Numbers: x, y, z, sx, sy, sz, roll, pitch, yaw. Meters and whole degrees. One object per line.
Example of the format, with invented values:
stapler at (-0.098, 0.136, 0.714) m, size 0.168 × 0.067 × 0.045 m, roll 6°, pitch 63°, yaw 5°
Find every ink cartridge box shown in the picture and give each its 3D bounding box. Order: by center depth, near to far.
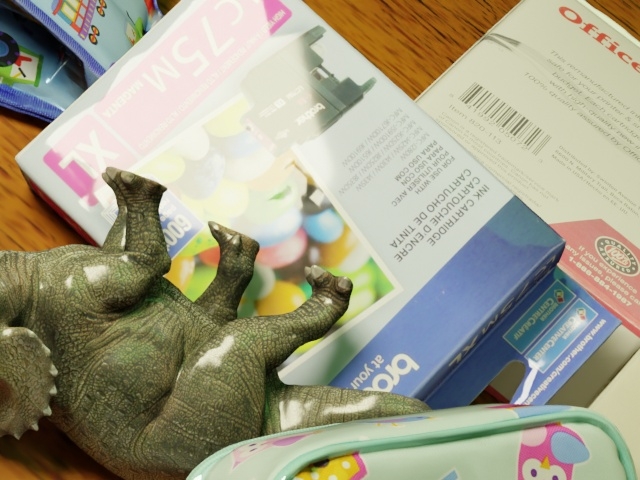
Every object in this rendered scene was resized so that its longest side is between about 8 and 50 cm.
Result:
ink cartridge box at (0.000, 0.000, 0.993) m, size 0.311 × 0.065 × 0.186 m, roll 44°, pitch 81°, yaw 10°
ink cartridge box at (0.156, -0.030, 1.170) m, size 0.207 × 0.117 × 0.283 m, roll 38°, pitch 39°, yaw 6°

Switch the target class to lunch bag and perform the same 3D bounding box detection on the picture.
lunch bag at (0.055, 0.213, 0.756) m, size 0.224 × 0.108 × 0.279 m, roll -6°, pitch 88°, yaw -35°
lunch bag at (-0.209, -0.200, 1.102) m, size 0.293 × 0.138 × 0.221 m, roll 30°, pitch 34°, yaw -20°

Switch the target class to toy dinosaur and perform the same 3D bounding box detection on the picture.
toy dinosaur at (-0.082, 0.062, 0.906) m, size 0.313 × 0.160 × 0.121 m, roll 28°, pitch -6°, yaw -22°

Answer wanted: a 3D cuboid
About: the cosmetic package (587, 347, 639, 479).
cosmetic package at (0.191, 0.141, 0.867) m, size 0.153 × 0.296 × 0.129 m, roll -13°, pitch 57°, yaw -41°
